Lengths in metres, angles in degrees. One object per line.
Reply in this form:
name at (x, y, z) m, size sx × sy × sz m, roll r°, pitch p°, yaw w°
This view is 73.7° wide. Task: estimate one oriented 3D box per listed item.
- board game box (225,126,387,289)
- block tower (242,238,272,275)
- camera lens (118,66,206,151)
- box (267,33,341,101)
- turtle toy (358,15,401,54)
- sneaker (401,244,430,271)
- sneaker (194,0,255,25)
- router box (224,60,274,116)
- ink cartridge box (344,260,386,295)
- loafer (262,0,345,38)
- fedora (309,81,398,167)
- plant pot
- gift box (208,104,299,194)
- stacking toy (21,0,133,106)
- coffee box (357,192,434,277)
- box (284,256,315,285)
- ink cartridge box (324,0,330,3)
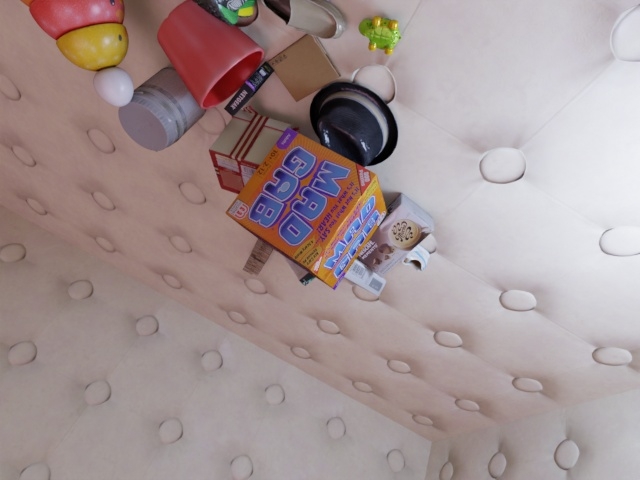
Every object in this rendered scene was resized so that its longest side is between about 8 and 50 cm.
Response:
board game box at (-0.027, -0.096, 1.486) m, size 0.357 × 0.356 × 0.356 m, roll 32°, pitch 173°, yaw 21°
block tower at (-0.303, 0.062, 2.184) m, size 0.091 × 0.097 × 0.335 m, roll 30°, pitch 143°, yaw -5°
camera lens at (-0.571, -0.488, 1.574) m, size 0.220 × 0.274 × 0.219 m, roll 15°, pitch 139°, yaw 14°
box at (-0.054, -0.565, 1.405) m, size 0.201 × 0.021 × 0.164 m, roll -16°, pitch 125°, yaw 39°
turtle toy at (0.169, -0.593, 1.215) m, size 0.130 × 0.066 × 0.095 m, roll 19°, pitch 139°, yaw 10°
sneaker at (0.356, 0.041, 1.795) m, size 0.229 × 0.092 × 0.087 m, roll 33°, pitch 142°, yaw -5°
sneaker at (-0.244, -0.682, 1.136) m, size 0.134 × 0.343 × 0.146 m, roll 31°, pitch 125°, yaw -12°
router box at (-0.246, -0.516, 1.461) m, size 0.046 × 0.133 × 0.179 m, roll 42°, pitch 145°, yaw -17°
ink cartridge box at (0.059, 0.093, 1.869) m, size 0.385 × 0.091 × 0.308 m, roll 27°, pitch 176°, yaw 41°
loafer at (-0.058, -0.660, 1.244) m, size 0.269 × 0.092 × 0.101 m, roll 27°, pitch 144°, yaw 2°
fedora at (0.094, -0.358, 1.449) m, size 0.335 × 0.152 × 0.333 m, roll 15°, pitch 140°, yaw 13°
plant pot at (-0.361, -0.603, 1.362) m, size 0.243 × 0.275 × 0.275 m, roll 48°, pitch 137°, yaw -9°
gift box at (-0.228, -0.328, 1.574) m, size 0.256 × 0.258 × 0.276 m, roll 21°, pitch 149°, yaw 8°
stacking toy at (-0.718, -0.659, 1.331) m, size 0.351 × 0.350 × 0.479 m, roll -4°, pitch 116°, yaw 32°
coffee box at (0.278, -0.017, 1.678) m, size 0.168 × 0.118 × 0.297 m, roll 38°, pitch 119°, yaw -11°
box at (0.000, 0.000, 1.717) m, size 0.322 × 0.232 × 0.058 m, roll -41°, pitch 137°, yaw 4°
ink cartridge box at (-0.006, -0.778, 1.137) m, size 0.181 × 0.056 × 0.225 m, roll 31°, pitch 159°, yaw -6°
